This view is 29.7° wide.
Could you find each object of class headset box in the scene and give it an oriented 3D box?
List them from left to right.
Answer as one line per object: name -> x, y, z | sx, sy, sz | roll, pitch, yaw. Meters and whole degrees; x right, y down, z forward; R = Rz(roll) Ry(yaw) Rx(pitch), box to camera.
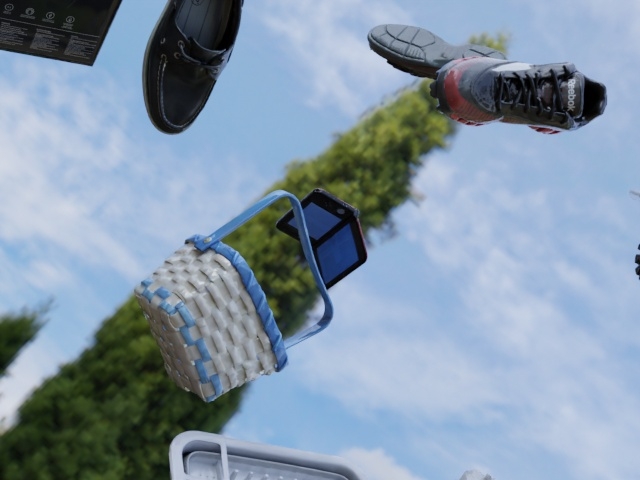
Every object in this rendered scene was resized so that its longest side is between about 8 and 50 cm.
headset box -> -0.430, -0.432, 1.870 | 0.283, 0.246, 0.131 | -56, -139, 38

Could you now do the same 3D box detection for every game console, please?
game console -> 0.000, 0.000, 1.994 | 0.124, 0.085, 0.144 | 30, -38, -18

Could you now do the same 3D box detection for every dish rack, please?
dish rack -> -0.064, 0.421, 1.713 | 0.333, 0.285, 0.072 | 14, -53, -25

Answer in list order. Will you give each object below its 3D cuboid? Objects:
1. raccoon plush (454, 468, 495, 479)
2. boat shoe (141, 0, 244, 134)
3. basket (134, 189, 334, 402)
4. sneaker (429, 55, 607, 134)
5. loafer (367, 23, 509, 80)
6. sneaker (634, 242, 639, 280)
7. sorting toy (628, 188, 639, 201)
raccoon plush -> 0.110, 0.489, 1.287 | 0.299, 0.216, 0.446 | 58, -31, 27
boat shoe -> -0.193, -0.329, 1.942 | 0.127, 0.340, 0.113 | 19, 5, -28
basket -> -0.124, 0.087, 1.862 | 0.201, 0.289, 0.254 | 28, -39, 56
sneaker -> 0.281, -0.201, 1.646 | 0.135, 0.276, 0.097 | 1, -92, 56
loafer -> 0.203, -0.309, 2.136 | 0.268, 0.096, 0.084 | 20, -41, 24
sneaker -> 0.658, -0.048, 1.922 | 0.146, 0.134, 0.343 | 27, -65, -22
sorting toy -> 0.373, -0.095, 1.084 | 0.038, 0.208, 0.193 | 57, 11, 3
